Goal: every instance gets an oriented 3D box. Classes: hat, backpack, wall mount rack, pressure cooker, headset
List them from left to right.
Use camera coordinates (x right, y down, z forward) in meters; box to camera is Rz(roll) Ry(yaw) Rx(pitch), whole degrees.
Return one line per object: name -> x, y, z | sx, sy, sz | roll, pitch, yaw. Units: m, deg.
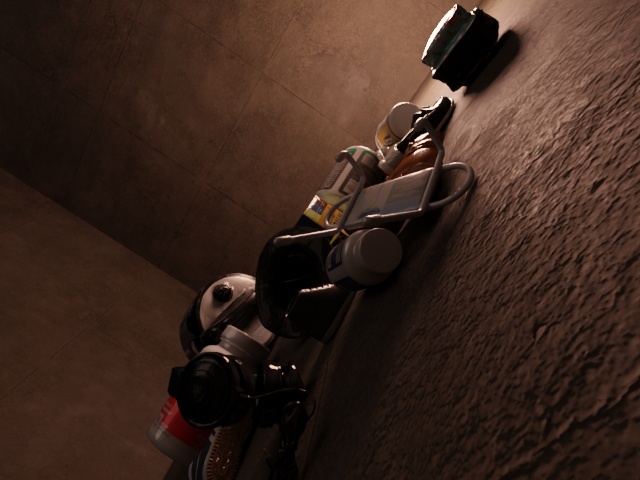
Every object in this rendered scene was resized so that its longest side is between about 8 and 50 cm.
pressure cooker -> -0.374, 0.340, 1.721 | 0.420, 0.376, 0.369 | -45, 40, 51
headset -> -0.139, 0.308, 0.767 | 0.394, 0.244, 0.185 | -16, 62, 55
hat -> -0.053, 0.129, 1.247 | 0.331, 0.331, 0.134 | -56, -37, 7
wall mount rack -> 0.086, -0.079, 0.774 | 0.350, 0.130, 0.304 | -13, 38, 44
backpack -> 0.444, -0.617, 1.314 | 0.225, 0.191, 0.253 | -53, 1, 42

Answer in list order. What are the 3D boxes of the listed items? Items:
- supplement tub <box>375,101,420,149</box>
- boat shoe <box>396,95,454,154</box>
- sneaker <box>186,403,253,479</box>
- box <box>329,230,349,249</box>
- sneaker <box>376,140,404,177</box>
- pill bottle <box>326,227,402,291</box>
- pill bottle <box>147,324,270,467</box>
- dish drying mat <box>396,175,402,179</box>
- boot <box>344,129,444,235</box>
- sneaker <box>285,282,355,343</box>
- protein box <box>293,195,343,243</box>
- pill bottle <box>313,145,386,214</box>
supplement tub -> 0.302, -0.427, 1.615 | 0.144, 0.144, 0.200 | -57, 4, -15
boat shoe -> 0.321, -0.357, 1.265 | 0.302, 0.091, 0.114 | -60, 6, -36
sneaker -> -0.245, 0.509, 1.061 | 0.153, 0.099, 0.282 | -51, 10, 31
box -> 0.045, 0.054, 1.305 | 0.232, 0.087, 0.058 | -51, 7, 38
sneaker -> 0.274, -0.306, 1.492 | 0.121, 0.099, 0.262 | -46, 16, 22
pill bottle -> 0.086, 0.039, 0.832 | 0.112, 0.112, 0.187 | -58, 5, -19
pill bottle -> -0.344, 0.495, 1.355 | 0.407, 0.229, 0.229 | -58, 5, -22
dish drying mat -> 0.144, -0.104, 0.886 | 0.083, 0.008, 0.032 | -41, 31, 24
boot -> 0.175, -0.129, 0.989 | 0.283, 0.109, 0.220 | -41, 21, 50
sneaker -> 0.011, 0.121, 0.985 | 0.083, 0.118, 0.222 | -51, 7, 49
protein box -> 0.000, 0.000, 1.409 | 0.199, 0.201, 0.136 | -53, 6, 37
pill bottle -> 0.097, -0.171, 1.593 | 0.361, 0.204, 0.204 | -58, 5, -25
